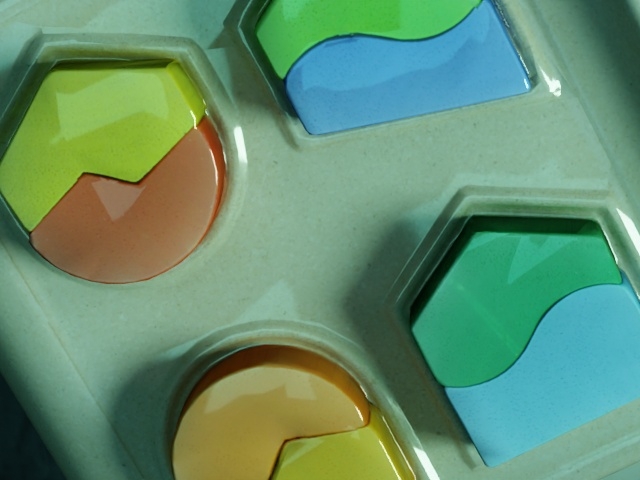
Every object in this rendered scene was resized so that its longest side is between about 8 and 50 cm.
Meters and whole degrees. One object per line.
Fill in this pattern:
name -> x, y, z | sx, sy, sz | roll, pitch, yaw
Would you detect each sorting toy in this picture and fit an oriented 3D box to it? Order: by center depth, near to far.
sorting toy -> 0.000, 0.000, 0.437 | 0.208, 0.038, 0.193 | -26, 103, 15

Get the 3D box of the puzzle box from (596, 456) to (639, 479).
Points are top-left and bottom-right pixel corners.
puzzle box -> 0.125, 0.105, 0.490 | 0.409, 0.052, 0.272 | 10, 100, 10
